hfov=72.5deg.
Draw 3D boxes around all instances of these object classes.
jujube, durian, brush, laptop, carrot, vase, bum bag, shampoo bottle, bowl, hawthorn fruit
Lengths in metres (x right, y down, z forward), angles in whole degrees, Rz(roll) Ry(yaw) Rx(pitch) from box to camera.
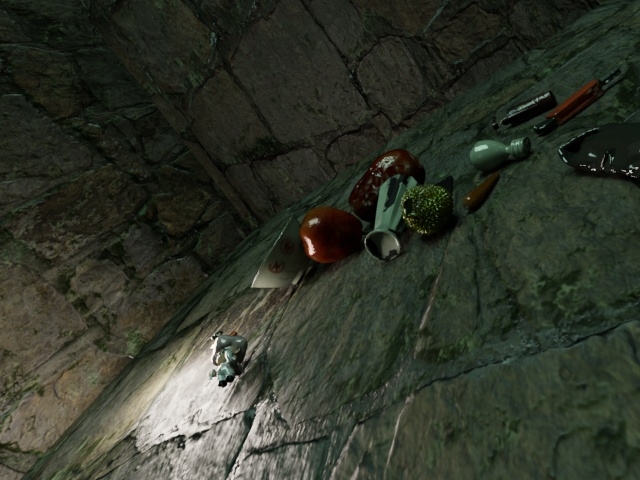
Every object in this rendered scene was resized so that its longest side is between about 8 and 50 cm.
[{"bbox_3d":[0.261,-0.213,1.730,0.318,0.223,0.223,-40,11,21],"label":"jujube"},{"bbox_3d":[0.320,-0.089,1.304,0.159,0.146,0.198,-6,27,9],"label":"durian"},{"bbox_3d":[0.841,-0.451,1.420,0.323,0.051,0.070,-38,6,6],"label":"brush"},{"bbox_3d":[0.419,-0.169,1.593,0.135,0.016,0.197,-31,14,29],"label":"laptop"},{"bbox_3d":[0.492,-0.156,1.317,0.216,0.048,0.048,-39,13,-31],"label":"carrot"},{"bbox_3d":[0.246,-0.086,1.466,0.165,0.165,0.360,-27,20,35],"label":"vase"},{"bbox_3d":[0.665,-0.204,0.966,0.142,0.080,0.326,-43,16,6],"label":"bum bag"},{"bbox_3d":[0.777,-0.495,1.683,0.236,0.067,0.068,-24,27,44],"label":"shampoo bottle"},{"bbox_3d":[-0.130,0.075,1.757,0.338,0.157,0.337,-60,4,7],"label":"bowl"},{"bbox_3d":[0.057,-0.026,1.646,0.260,0.224,0.224,-7,22,14],"label":"hawthorn fruit"}]

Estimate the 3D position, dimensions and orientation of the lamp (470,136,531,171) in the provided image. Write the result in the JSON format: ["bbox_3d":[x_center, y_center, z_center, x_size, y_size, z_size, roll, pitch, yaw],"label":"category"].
[{"bbox_3d":[0.578,-0.285,1.419,0.192,0.106,0.106,-4,34,51],"label":"lamp"}]

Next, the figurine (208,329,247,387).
[{"bbox_3d":[-0.288,0.367,1.380,0.137,0.112,0.229,-42,25,12],"label":"figurine"}]
